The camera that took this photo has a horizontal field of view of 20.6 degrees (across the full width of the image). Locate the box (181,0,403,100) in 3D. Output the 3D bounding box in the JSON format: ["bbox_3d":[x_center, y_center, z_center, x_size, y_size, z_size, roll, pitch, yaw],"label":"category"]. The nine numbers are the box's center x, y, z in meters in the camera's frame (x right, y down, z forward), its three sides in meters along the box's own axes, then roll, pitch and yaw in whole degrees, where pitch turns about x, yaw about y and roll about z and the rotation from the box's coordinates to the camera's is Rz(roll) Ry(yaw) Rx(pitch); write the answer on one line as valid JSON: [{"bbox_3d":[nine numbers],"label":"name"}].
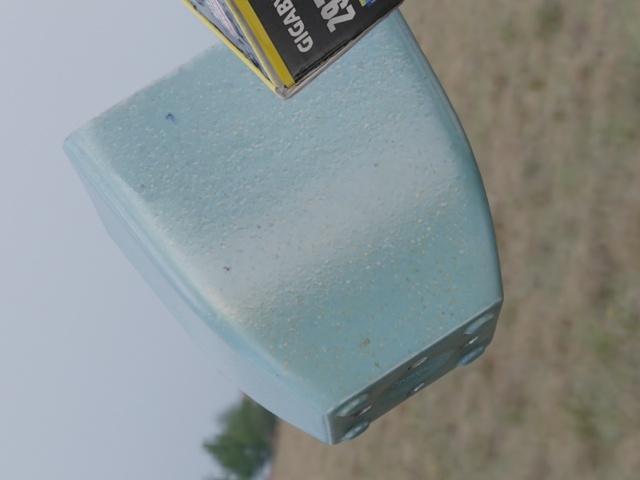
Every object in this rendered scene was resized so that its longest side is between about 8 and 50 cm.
[{"bbox_3d":[-0.110,-0.237,0.704,0.257,0.079,0.322,48,174,38],"label":"box"}]

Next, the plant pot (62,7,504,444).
[{"bbox_3d":[0.000,0.000,1.265,0.252,0.248,0.247,56,173,14],"label":"plant pot"}]
